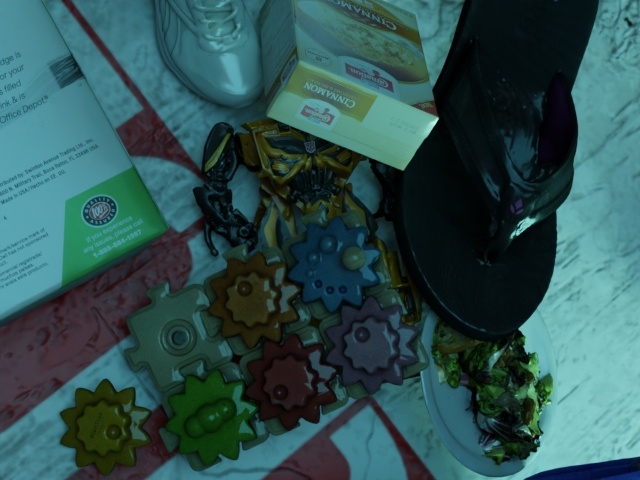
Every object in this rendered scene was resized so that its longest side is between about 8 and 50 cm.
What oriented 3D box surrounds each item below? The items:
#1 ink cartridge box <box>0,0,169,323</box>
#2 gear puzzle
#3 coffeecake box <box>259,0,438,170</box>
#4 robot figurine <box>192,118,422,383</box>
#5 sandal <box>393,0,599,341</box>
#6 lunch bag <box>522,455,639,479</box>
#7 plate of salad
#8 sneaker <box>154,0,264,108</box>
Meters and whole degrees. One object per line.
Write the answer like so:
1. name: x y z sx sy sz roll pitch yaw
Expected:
1. ink cartridge box: -0.300 -0.079 1.374 0.211 0.121 0.289 -28 90 -18
2. gear puzzle: -0.087 0.105 1.390 0.339 0.044 0.175 -25 84 6
3. coffeecake box: 0.023 -0.164 1.447 0.142 0.068 0.185 21 34 -20
4. robot figurine: 0.000 0.000 1.469 0.211 0.085 0.291 -12 85 -19
5. sandal: 0.179 -0.124 1.489 0.168 0.107 0.445 18 66 -13
6. lunch bag: 0.189 0.376 1.389 0.386 0.239 0.327 -11 86 -8
7. plate of salad: 0.170 0.125 1.487 0.200 0.048 0.199 12 72 -42
8. sneaker: -0.113 -0.233 1.455 0.090 0.115 0.232 -26 90 -19
